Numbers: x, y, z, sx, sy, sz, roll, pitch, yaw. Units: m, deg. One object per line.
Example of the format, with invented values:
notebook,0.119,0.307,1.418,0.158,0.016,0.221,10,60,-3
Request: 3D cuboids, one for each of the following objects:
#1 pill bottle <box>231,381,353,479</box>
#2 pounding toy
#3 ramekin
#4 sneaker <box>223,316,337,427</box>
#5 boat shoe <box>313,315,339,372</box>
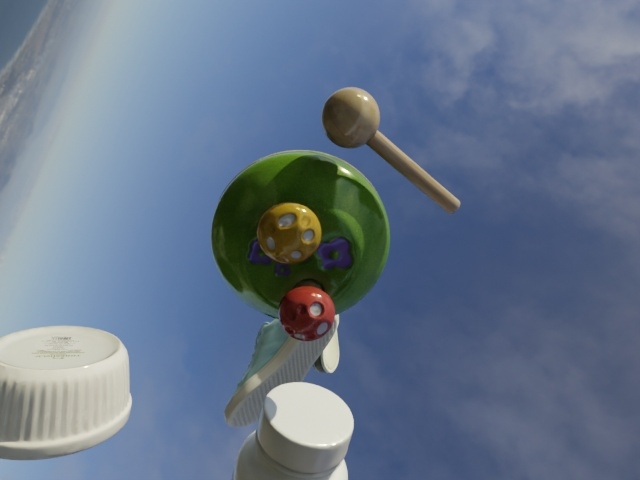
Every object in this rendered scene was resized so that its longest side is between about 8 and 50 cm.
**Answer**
pill bottle,-0.040,0.290,0.521,0.131,0.131,0.230,42,-58,56
pounding toy,0.000,0.000,0.411,0.237,0.183,0.110,-42,-163,15
ramekin,-0.374,0.199,0.635,0.207,0.207,0.109,19,-77,57
sneaker,-0.114,0.287,1.108,0.366,0.135,0.150,-48,-137,-1
boat shoe,-0.001,0.284,1.366,0.091,0.109,0.305,-17,-150,14
